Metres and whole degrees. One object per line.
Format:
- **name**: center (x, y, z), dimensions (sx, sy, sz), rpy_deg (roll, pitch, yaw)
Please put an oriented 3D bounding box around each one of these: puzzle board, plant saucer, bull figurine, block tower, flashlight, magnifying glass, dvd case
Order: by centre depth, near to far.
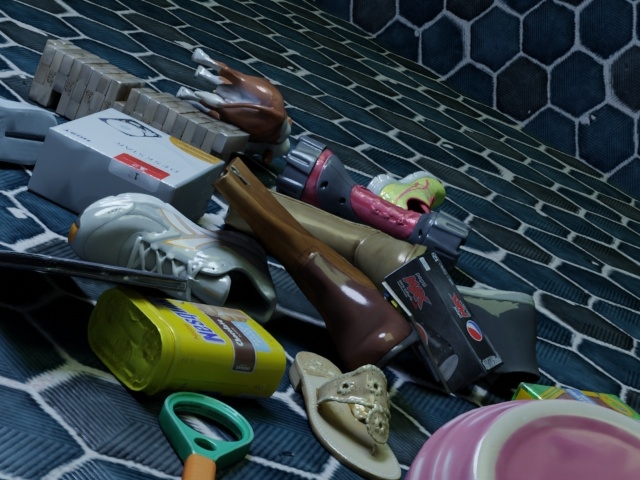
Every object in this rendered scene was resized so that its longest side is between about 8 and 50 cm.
- **plant saucer**: center (0.236, 0.260, 1.363), dimensions (0.332, 0.084, 0.332), rpy_deg (13, 41, -11)
- **magnifying glass**: center (-0.107, 0.193, 1.410), dimensions (0.092, 0.026, 0.231), rpy_deg (23, 16, -7)
- **dvd case**: center (-0.265, 0.026, 1.581), dimensions (0.164, 0.018, 0.221), rpy_deg (11, -4, -41)
- **puzzle board**: center (0.114, 0.119, 1.883), dimensions (0.128, 0.011, 0.096), rpy_deg (62, -4, -28)
- **block tower**: center (-0.279, -0.189, 2.315), dimensions (0.335, 0.097, 0.091), rpy_deg (26, 15, 14)
- **flashlight**: center (0.084, -0.056, 2.398), dimensions (0.304, 0.103, 0.103), rpy_deg (25, 14, 7)
- **bull figurine**: center (-0.124, -0.207, 2.427), dimensions (0.188, 0.101, 0.310), rpy_deg (26, -8, -2)

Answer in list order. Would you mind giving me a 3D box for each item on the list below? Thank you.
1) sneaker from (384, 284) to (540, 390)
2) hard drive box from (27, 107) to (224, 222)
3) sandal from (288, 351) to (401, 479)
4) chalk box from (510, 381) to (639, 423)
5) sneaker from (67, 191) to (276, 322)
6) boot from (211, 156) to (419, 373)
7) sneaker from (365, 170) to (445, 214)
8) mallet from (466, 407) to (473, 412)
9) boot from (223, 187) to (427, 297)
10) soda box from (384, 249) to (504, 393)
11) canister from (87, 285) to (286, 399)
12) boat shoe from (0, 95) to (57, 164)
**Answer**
- **sneaker**: center (0.174, 0.126, 1.970), dimensions (0.222, 0.083, 0.118), rpy_deg (0, 59, -9)
- **hard drive box**: center (-0.247, -0.085, 2.015), dimensions (0.181, 0.089, 0.232), rpy_deg (25, 15, 5)
- **sandal**: center (0.032, 0.159, 1.632), dimensions (0.088, 0.079, 0.240), rpy_deg (17, 17, -26)
- **chalk box**: center (0.291, 0.245, 1.637), dimensions (0.213, 0.132, 0.132), rpy_deg (10, 21, -43)
- **sneaker**: center (-0.158, 0.026, 1.772), dimensions (0.262, 0.099, 0.121), rpy_deg (14, 22, -30)
- **boot**: center (-0.012, 0.021, 1.785), dimensions (0.280, 0.096, 0.264), rpy_deg (49, 10, -12)
- **sneaker**: center (0.154, -0.058, 2.583), dimensions (0.094, 0.081, 0.208), rpy_deg (40, 27, 27)
- **mallet**: center (0.259, 0.240, 1.805), dimensions (0.190, 0.039, 0.062), rpy_deg (19, 18, -3)
- **boot**: center (0.000, 0.000, 2.086), dimensions (0.270, 0.089, 0.236), rpy_deg (22, 0, 0)
- **soda box**: center (0.152, 0.100, 1.909), dimensions (0.169, 0.060, 0.053), rpy_deg (59, 30, 9)
- **canister**: center (-0.133, 0.107, 1.570), dimensions (0.170, 0.073, 0.126), rpy_deg (11, 18, -44)
- **boat shoe**: center (-0.454, -0.148, 1.930), dimensions (0.094, 0.109, 0.302), rpy_deg (15, 0, 29)
